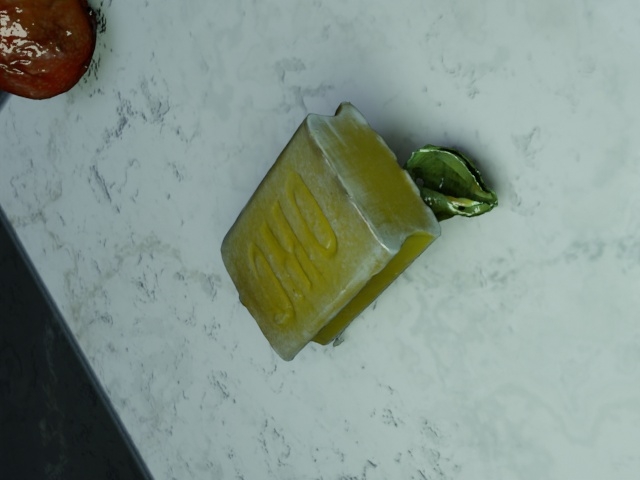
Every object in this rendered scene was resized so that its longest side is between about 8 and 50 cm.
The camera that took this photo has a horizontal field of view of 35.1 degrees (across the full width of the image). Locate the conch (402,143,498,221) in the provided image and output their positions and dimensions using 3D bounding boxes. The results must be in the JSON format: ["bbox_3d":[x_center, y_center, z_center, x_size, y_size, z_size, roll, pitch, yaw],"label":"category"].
[{"bbox_3d":[0.119,-0.056,1.016,0.121,0.074,0.089,12,143,37],"label":"conch"}]

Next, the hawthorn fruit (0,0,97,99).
[{"bbox_3d":[-0.375,-0.268,1.290,0.174,0.179,0.173,-9,68,22],"label":"hawthorn fruit"}]

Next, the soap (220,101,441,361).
[{"bbox_3d":[0.000,0.000,1.068,0.173,0.089,0.274,59,145,15],"label":"soap"}]
